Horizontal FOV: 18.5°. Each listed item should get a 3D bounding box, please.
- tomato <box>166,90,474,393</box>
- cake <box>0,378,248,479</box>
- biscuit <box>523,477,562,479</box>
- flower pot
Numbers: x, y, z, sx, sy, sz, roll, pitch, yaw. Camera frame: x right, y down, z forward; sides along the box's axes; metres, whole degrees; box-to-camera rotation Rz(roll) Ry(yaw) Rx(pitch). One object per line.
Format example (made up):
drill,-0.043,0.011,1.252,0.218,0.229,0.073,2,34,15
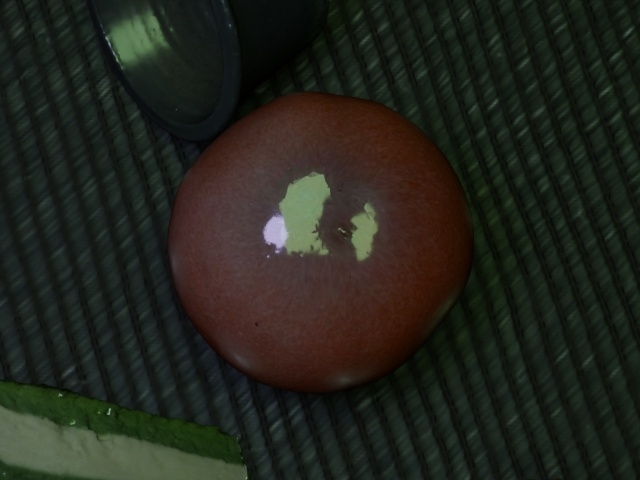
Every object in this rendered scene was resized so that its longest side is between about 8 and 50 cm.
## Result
tomato,0.000,0.000,1.647,0.256,0.224,0.256,1,85,-9
cake,-0.212,0.223,1.641,0.283,0.172,0.158,14,57,-33
biscuit,0.288,0.403,1.555,0.342,0.166,0.395,8,74,-7
flower pot,-0.088,-0.217,1.722,0.148,0.235,0.235,-24,76,-30
